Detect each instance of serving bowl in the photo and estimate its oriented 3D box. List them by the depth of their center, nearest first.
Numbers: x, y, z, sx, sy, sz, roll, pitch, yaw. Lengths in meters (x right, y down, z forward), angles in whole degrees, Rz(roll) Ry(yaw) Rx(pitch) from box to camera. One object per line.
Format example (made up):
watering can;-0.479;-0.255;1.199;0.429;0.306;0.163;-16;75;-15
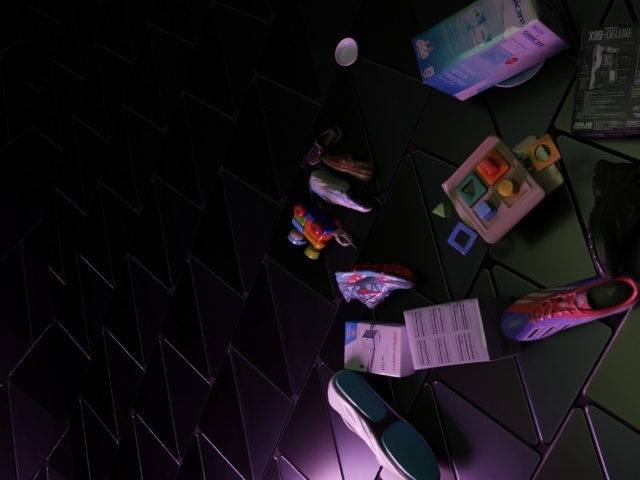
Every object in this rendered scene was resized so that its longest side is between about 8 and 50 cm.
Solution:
serving bowl;0.085;-0.571;1.923;0.083;0.027;0.083;-3;86;38

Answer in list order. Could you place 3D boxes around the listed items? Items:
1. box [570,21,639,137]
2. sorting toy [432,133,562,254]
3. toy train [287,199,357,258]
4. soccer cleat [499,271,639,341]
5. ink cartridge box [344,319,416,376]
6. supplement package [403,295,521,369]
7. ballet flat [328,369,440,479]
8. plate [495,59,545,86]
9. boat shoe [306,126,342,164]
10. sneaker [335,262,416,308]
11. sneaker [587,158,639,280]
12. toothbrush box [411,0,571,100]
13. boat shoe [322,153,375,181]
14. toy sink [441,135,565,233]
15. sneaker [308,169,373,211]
box;0.717;-0.347;1.367;0.308;0.077;0.242;7;91;39
sorting toy;0.394;-0.121;1.465;0.347;0.047;0.196;-50;59;31
toy train;0.000;0.000;1.918;0.248;0.105;0.143;47;126;31
soccer cleat;0.547;0.144;1.401;0.318;0.116;0.108;-21;76;19
ink cartridge box;0.166;0.299;1.771;0.191;0.082;0.139;-1;87;41
supplement package;0.349;0.226;1.553;0.203;0.194;0.149;-17;77;38
ballet flat;0.165;0.529;1.735;0.400;0.139;0.139;45;115;24
plate;0.488;-0.479;1.595;0.188;0.024;0.188;-3;86;40
boat shoe;0.002;-0.297;1.960;0.152;0.049;0.056;-47;61;27
sneaker;0.165;0.130;1.790;0.262;0.104;0.125;-1;104;43
sneaker;0.645;-0.051;1.352;0.130;0.109;0.286;2;68;30
toothbrush box;0.406;-0.471;1.507;0.296;0.216;0.126;-23;74;35
boat shoe;0.087;-0.228;1.883;0.178;0.064;0.060;25;98;31
toy sink;0.443;-0.140;1.541;0.234;0.131;0.152;-39;65;30
sneaker;0.062;-0.136;1.892;0.237;0.085;0.086;30;132;33
